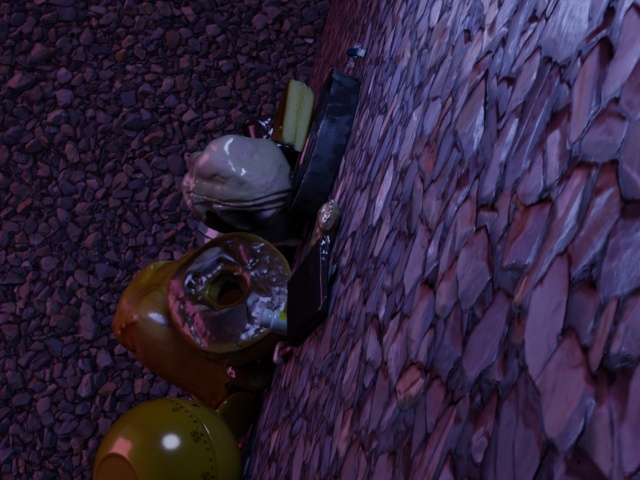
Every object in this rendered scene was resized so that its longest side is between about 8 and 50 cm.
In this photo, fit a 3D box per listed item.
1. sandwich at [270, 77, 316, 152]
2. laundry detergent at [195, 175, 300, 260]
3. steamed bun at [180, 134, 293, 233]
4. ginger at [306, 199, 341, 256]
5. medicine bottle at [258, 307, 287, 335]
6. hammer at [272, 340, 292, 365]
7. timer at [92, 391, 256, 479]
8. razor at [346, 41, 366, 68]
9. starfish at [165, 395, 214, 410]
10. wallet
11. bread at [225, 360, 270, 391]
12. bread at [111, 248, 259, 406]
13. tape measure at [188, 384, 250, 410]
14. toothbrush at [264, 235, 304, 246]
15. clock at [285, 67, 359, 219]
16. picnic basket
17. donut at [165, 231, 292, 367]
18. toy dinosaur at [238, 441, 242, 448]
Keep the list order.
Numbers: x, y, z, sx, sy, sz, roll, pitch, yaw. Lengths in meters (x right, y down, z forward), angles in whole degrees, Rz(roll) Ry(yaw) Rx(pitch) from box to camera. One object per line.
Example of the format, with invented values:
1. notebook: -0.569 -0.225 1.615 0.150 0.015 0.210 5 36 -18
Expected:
1. sandwich: -0.070 -0.298 1.980 0.088 0.090 0.245 122 161 -49
2. laundry detergent: -0.200 -0.070 2.265 0.287 0.287 0.305 -115 42 -79
3. steamed bun: -0.194 -0.116 1.936 0.320 0.275 0.206 31 -134 -68
4. ginger: -0.001 0.002 1.525 0.069 0.051 0.174 -81 12 -66
5. medicine bottle: -0.084 0.172 1.633 0.047 0.083 0.047 -162 90 -81
6. hammer: -0.077 0.236 1.654 0.083 0.031 0.053 139 144 -65
7. timer: -0.326 0.534 1.827 0.386 0.376 0.376 2 -69 -52
8. razor: 0.089 -0.482 2.012 0.191 0.037 0.068 -107 36 -78
9. starfish: -0.335 0.499 2.092 0.375 0.327 0.094 -22 37 36
10. wallet: -0.027 0.104 1.471 0.285 0.030 0.146 127 143 -65
11. bread: -0.170 0.313 1.843 0.060 0.113 0.082 -64 2 10
12. bread: -0.340 0.222 2.069 0.250 0.394 0.361 -57 5 39
13. tape measure: -0.288 0.412 2.199 0.186 0.199 0.112 56 164 29
14. toothbrush: -0.173 0.014 2.087 0.028 0.294 0.026 -34 -65 -65
15. clock: 0.004 -0.235 1.941 0.386 0.076 0.387 -163 90 -82
16. picnic basket: -0.123 -0.284 2.481 0.297 0.222 0.129 72 -169 -73
17. donut: -0.211 0.146 1.856 0.160 0.329 0.330 84 -166 -52
18. toy dinosaur: -0.300 0.604 2.053 0.070 0.138 0.286 -83 12 -58
